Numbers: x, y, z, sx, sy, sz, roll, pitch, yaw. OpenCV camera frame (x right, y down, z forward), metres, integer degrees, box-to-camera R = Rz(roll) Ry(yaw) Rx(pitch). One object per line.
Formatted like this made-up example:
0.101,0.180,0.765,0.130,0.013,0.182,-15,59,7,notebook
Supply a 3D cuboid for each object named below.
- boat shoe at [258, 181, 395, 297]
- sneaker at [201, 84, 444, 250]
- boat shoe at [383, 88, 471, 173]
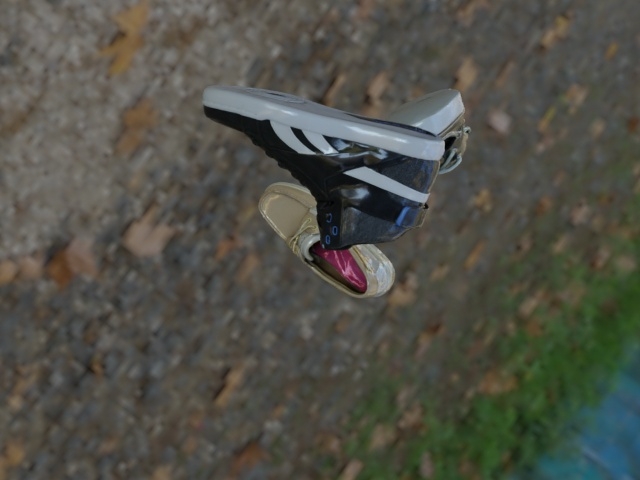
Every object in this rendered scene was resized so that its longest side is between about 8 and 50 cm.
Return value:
0.000,0.000,1.805,0.063,0.170,0.059,-60,165,23,boat shoe
-0.010,-0.056,1.511,0.079,0.217,0.121,-43,147,-75,sneaker
0.108,-0.099,1.630,0.078,0.070,0.219,-21,-174,11,boat shoe
